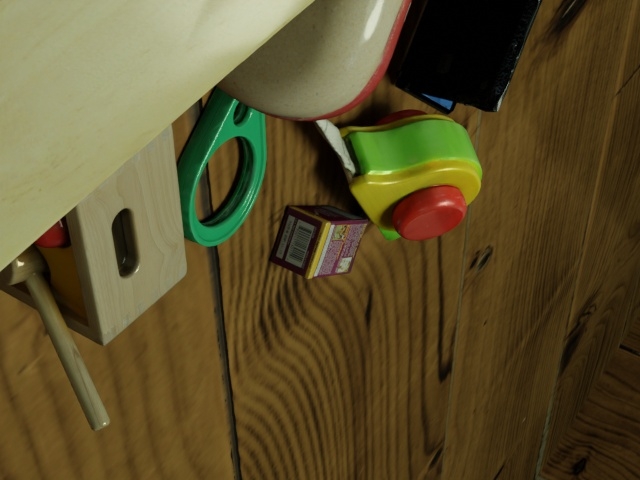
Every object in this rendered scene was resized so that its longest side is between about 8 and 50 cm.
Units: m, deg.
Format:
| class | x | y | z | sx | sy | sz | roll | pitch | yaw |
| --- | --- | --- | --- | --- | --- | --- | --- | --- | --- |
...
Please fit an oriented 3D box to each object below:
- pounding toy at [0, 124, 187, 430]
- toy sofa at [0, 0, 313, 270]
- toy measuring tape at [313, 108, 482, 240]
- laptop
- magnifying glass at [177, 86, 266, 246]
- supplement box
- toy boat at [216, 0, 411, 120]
| class | x | y | z | sx | sy | sz | roll | pitch | yaw |
| --- | --- | --- | --- | --- | --- | --- | --- | --- | --- |
| pounding toy | -0.140 | 0.000 | 0.569 | 0.100 | 0.130 | 0.141 | -44 | 147 | -39 |
| toy sofa | -0.136 | -0.086 | 0.412 | 0.362 | 0.177 | 0.150 | -42 | 130 | -7 |
| toy measuring tape | 0.070 | -0.084 | 0.918 | 0.121 | 0.121 | 0.330 | -61 | 154 | -11 |
| laptop | 0.179 | -0.227 | 0.987 | 0.137 | 0.264 | 0.234 | 18 | 96 | -28 |
| magnifying glass | -0.060 | -0.104 | 0.766 | 0.092 | 0.026 | 0.231 | -19 | 129 | -57 |
| supplement box | 0.000 | 0.000 | 0.944 | 0.083 | 0.043 | 0.055 | -2 | 113 | -62 |
| toy boat | 0.008 | -0.189 | 0.678 | 0.151 | 0.151 | 0.231 | -1 | 113 | -68 |
